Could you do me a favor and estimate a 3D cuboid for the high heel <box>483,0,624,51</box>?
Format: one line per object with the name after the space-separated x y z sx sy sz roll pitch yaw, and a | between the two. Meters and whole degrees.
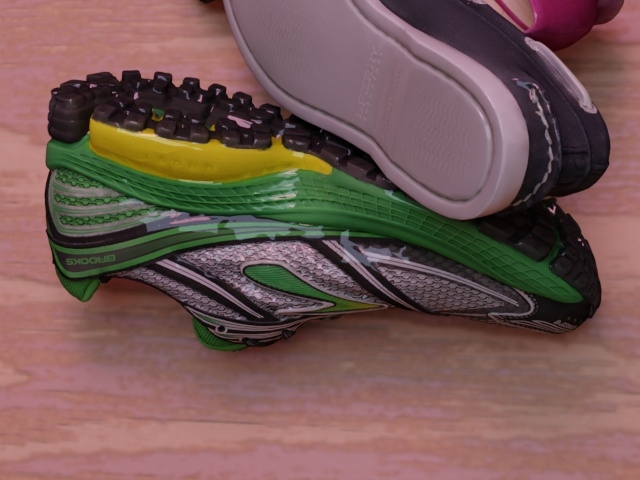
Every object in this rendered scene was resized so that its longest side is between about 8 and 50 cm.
0.065 -0.190 0.938 0.244 0.117 0.082 40 120 18 | high heel

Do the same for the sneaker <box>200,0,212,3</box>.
-0.085 -0.292 1.044 0.108 0.100 0.271 -22 77 -8 | sneaker

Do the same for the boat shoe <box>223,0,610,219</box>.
0.044 -0.107 0.893 0.091 0.114 0.302 -5 40 -35 | boat shoe

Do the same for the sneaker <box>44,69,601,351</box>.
0.000 0.000 0.939 0.343 0.134 0.146 13 112 6 | sneaker
